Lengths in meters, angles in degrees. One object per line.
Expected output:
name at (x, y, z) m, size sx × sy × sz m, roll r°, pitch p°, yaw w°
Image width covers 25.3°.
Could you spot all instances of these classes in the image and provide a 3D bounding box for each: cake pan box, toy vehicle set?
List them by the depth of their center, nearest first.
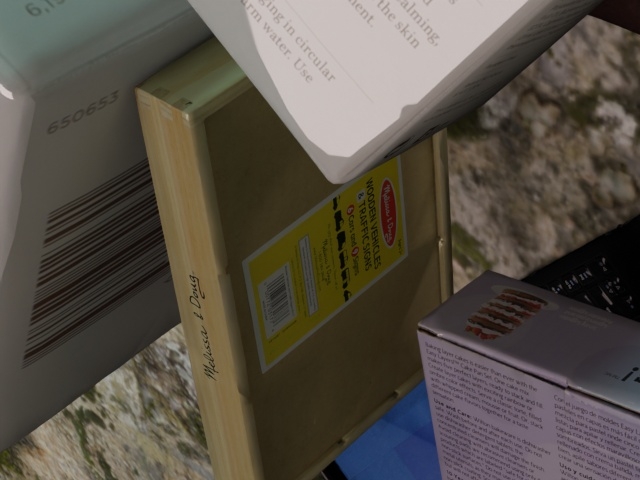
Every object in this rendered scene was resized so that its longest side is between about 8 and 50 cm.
cake pan box at (0.177, 0.161, 0.703) m, size 0.267 × 0.070 × 0.246 m, roll 19°, pitch 135°, yaw 42°
toy vehicle set at (0.000, 0.000, 0.722) m, size 0.035 × 0.166 × 0.267 m, roll 27°, pitch 140°, yaw 35°

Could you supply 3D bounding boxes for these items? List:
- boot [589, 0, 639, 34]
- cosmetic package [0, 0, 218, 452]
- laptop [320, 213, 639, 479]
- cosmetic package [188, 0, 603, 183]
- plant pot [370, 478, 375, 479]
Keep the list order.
boot at (0.148, -0.116, 0.663) m, size 0.207 × 0.090 × 0.248 m, roll 48°, pitch 142°, yaw 13°
cosmetic package at (-0.187, -0.165, 0.816) m, size 0.393 × 0.327 × 0.329 m, roll 43°, pitch 144°, yaw 15°
laptop at (0.155, 0.144, 0.837) m, size 0.234 × 0.136 × 0.264 m, roll 54°, pitch 146°, yaw 0°
cosmetic package at (0.095, -0.209, 0.488) m, size 0.365 × 0.155 × 0.197 m, roll -39°, pitch 86°, yaw 33°
plant pot at (0.051, 0.283, 1.030) m, size 0.237 × 0.237 × 0.254 m, roll 55°, pitch 162°, yaw 0°
